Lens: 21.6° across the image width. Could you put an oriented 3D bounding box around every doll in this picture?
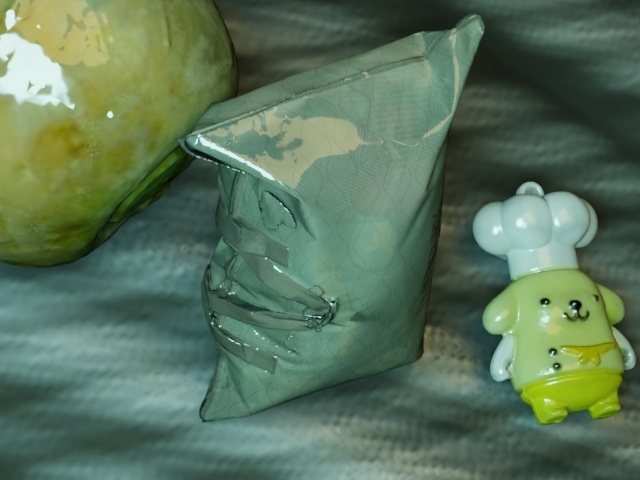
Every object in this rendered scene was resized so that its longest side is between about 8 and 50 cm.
[{"bbox_3d":[0.151,0.039,1.095,0.106,0.062,0.162,-4,71,-23],"label":"doll"}]

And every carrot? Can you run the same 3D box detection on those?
[{"bbox_3d":[-0.215,-0.148,0.956,0.341,0.224,0.224,46,65,2],"label":"carrot"}]

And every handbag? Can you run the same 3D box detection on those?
[{"bbox_3d":[0.000,0.000,0.963,0.182,0.270,0.117,-17,50,-20],"label":"handbag"}]
